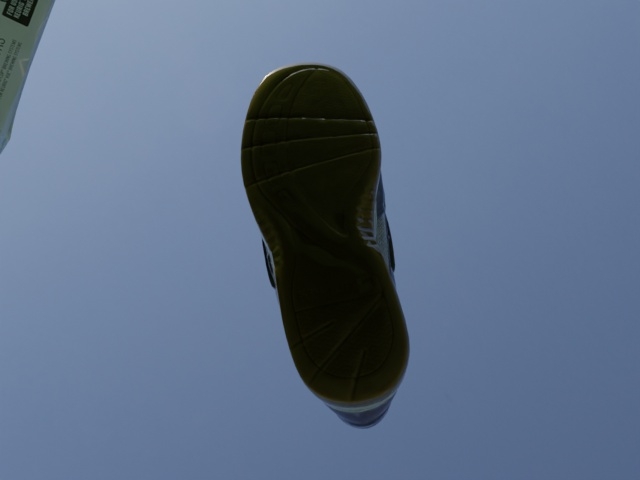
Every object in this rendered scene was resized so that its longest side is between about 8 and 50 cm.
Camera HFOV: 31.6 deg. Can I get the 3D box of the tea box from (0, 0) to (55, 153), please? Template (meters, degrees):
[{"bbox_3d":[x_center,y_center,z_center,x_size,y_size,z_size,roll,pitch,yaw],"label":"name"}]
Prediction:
[{"bbox_3d":[-0.374,-0.245,0.895,0.220,0.324,0.328,-29,-136,56],"label":"tea box"}]

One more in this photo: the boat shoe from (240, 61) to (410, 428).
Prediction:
[{"bbox_3d":[0.000,0.000,0.432,0.056,0.049,0.152,-4,-122,-3],"label":"boat shoe"}]
